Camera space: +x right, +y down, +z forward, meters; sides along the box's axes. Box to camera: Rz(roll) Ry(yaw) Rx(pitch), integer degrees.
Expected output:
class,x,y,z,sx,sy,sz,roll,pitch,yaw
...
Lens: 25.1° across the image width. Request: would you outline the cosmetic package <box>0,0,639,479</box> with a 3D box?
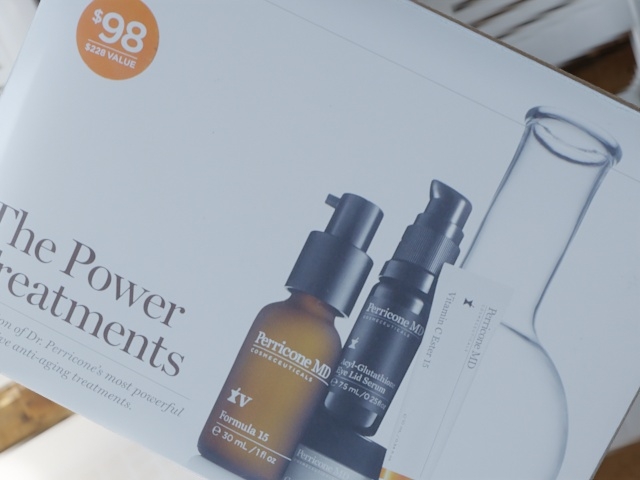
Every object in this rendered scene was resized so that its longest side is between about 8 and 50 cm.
class,x,y,z,sx,sy,sz,roll,pitch,yaw
cosmetic package,0.000,0.000,0.794,0.377,0.284,0.097,26,9,5
